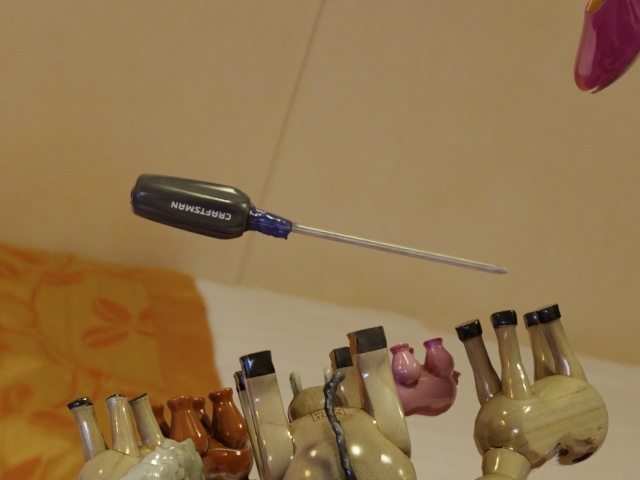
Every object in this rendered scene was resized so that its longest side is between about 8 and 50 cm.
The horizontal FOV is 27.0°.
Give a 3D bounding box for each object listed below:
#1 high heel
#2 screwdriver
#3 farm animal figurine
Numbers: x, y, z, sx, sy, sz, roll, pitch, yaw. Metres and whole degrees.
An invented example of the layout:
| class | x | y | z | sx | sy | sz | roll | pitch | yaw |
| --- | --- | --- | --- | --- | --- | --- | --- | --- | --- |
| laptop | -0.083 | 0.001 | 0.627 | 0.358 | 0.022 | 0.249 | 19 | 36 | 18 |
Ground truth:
| class | x | y | z | sx | sy | sz | roll | pitch | yaw |
| --- | --- | --- | --- | --- | --- | --- | --- | --- | --- |
| high heel | 0.172 | -0.193 | 0.792 | 0.117 | 0.244 | 0.082 | 26 | 54 | 4 |
| screwdriver | 0.000 | 0.000 | 0.583 | 0.169 | 0.025 | 0.024 | 16 | -23 | -4 |
| farm animal figurine | 0.029 | 0.156 | 0.880 | 0.330 | 0.172 | 0.327 | -16 | -10 | 9 |
